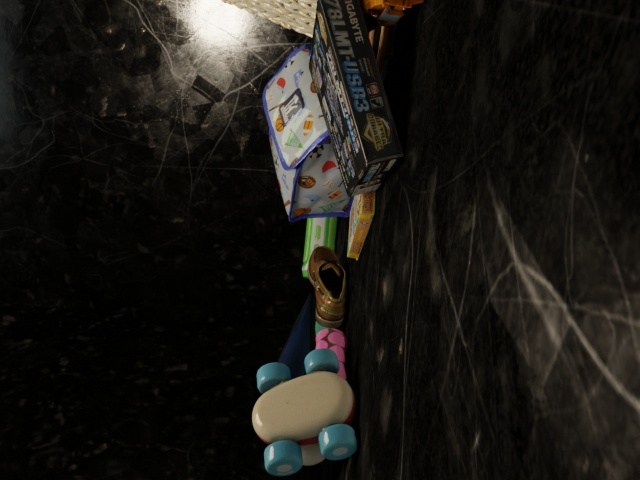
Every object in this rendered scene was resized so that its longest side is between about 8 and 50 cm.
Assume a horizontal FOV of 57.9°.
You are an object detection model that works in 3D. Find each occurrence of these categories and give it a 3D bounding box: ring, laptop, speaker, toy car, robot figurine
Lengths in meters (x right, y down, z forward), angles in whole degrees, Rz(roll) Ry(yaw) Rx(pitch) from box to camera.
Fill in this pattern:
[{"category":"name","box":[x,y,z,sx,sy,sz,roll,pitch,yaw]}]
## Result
[{"category":"ring","box":[0.132,-0.445,1.250,0.336,0.032,0.337,-174,90,-89]},{"category":"laptop","box":[-0.011,0.438,1.566,0.408,0.236,0.382,48,153,32]},{"category":"speaker","box":[0.000,0.000,2.230,0.131,0.131,0.297,110,166,-81]},{"category":"toy car","box":[-0.012,0.392,1.210,0.219,0.210,0.238,-104,-4,-46]},{"category":"robot figurine","box":[0.104,-0.447,0.968,0.291,0.085,0.211,-113,29,-73]}]

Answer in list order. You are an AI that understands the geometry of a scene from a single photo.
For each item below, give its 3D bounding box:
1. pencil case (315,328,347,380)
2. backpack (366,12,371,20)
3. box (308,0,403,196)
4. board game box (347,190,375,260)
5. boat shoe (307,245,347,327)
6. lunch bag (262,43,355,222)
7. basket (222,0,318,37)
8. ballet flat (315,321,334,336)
[{"category":"pencil case","box":[0.025,0.308,1.367,0.209,0.095,0.098,-84,-26,-56]},{"category":"backpack","box":[0.100,-0.638,1.485,0.152,0.115,0.182,-141,57,-74]},{"category":"box","box":[0.054,-0.248,1.046,0.293,0.073,0.296,124,130,-82]},{"category":"board game box","box":[0.091,-0.057,1.303,0.259,0.039,0.124,94,-179,-66]},{"category":"boat shoe","box":[0.031,0.102,1.628,0.307,0.110,0.104,-103,20,-51]},{"category":"lunch bag","box":[-0.022,-0.288,1.587,0.385,0.238,0.328,105,153,-58]},{"category":"basket","box":[-0.030,-0.663,1.238,0.331,0.328,0.266,-61,-10,-23]},{"category":"ballet flat","box":[0.029,0.231,1.883,0.067,0.073,0.206,-28,-49,-59]}]
